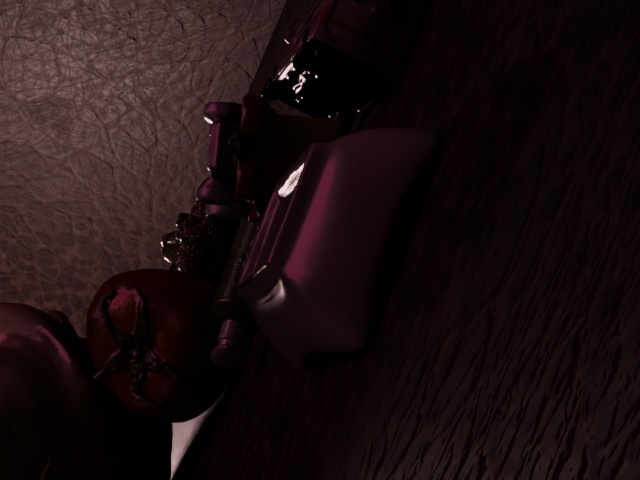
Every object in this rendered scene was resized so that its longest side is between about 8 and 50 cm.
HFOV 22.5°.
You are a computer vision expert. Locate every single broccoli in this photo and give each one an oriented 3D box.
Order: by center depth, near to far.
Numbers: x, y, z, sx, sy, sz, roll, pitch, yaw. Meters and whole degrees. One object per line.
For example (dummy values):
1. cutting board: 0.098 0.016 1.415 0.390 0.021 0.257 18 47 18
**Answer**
1. broccoli: -0.118 0.011 1.762 0.130 0.120 0.131 -37 -58 -50

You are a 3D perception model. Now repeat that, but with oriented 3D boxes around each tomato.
1. tomato: -0.154 0.105 1.656 0.167 0.167 0.167 -158 90 -83

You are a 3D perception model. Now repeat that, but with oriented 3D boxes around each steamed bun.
1. steamed bun: -0.283 0.217 1.762 0.247 0.352 0.339 -35 49 11

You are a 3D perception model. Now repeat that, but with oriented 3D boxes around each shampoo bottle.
1. shampoo bottle: -0.057 0.025 1.494 0.065 0.065 0.204 127 163 -64

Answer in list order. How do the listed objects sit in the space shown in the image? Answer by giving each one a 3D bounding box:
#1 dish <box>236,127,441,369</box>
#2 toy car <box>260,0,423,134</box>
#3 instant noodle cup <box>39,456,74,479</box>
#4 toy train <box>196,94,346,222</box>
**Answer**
1. dish: 0.000 0.000 1.085 0.212 0.077 0.151 143 148 -77
2. toy car: 0.019 -0.167 1.387 0.210 0.089 0.108 145 146 -74
3. instant noodle cup: -0.201 0.306 1.377 0.205 0.153 0.205 -158 90 -81
4. toy train: -0.040 -0.065 1.397 0.219 0.127 0.089 83 -169 -83
